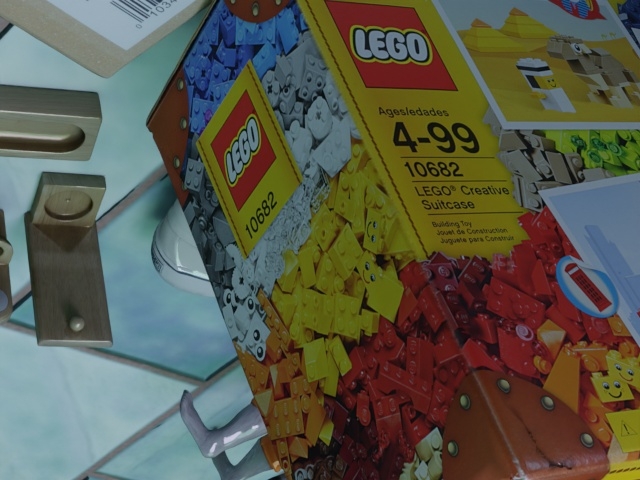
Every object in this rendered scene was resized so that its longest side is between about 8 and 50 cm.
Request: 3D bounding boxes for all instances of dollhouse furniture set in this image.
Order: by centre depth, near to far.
[{"bbox_3d":[-0.213,-0.015,1.090,0.144,0.123,0.151,3,142,-22],"label":"dollhouse furniture set"}]

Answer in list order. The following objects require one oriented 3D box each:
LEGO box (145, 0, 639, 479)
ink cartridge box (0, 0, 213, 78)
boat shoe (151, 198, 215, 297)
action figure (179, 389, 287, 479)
[{"bbox_3d":[0.190,0.014,0.980,0.500,0.372,0.193,-2,145,-36],"label":"LEGO box"},{"bbox_3d":[-0.114,-0.221,0.868,0.235,0.088,0.193,-32,142,25],"label":"ink cartridge box"},{"bbox_3d":[0.000,0.000,1.218,0.267,0.096,0.088,10,144,-17],"label":"boat shoe"},{"bbox_3d":[0.052,0.208,1.452,0.330,0.178,0.341,-5,148,3],"label":"action figure"}]
